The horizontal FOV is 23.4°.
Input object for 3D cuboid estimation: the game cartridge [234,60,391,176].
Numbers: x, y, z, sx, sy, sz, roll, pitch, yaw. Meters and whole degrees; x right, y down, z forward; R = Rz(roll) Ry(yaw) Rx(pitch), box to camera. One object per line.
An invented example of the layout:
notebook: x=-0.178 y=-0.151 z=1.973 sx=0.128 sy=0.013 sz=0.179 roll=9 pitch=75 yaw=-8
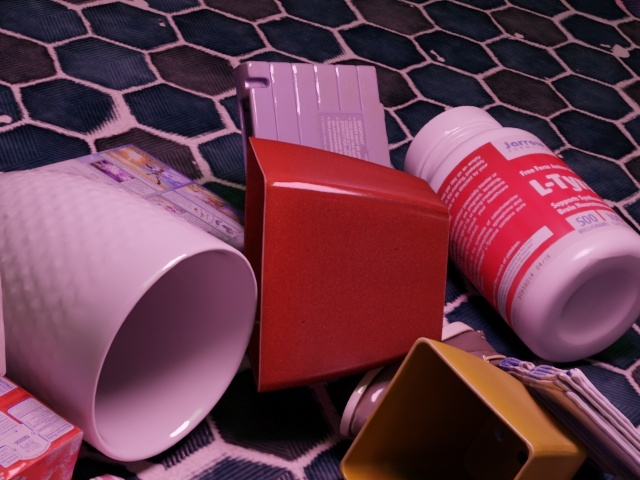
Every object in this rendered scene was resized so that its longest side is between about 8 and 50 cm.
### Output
game cartridge: x=0.000 y=-0.076 z=2.200 sx=0.230 sy=0.068 sz=0.355 roll=-1 pitch=81 yaw=-36

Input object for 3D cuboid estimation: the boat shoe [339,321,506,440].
boat shoe: x=0.143 y=0.195 z=2.009 sx=0.096 sy=0.116 sz=0.324 roll=31 pitch=27 yaw=24

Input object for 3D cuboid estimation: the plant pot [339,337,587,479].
plant pot: x=0.190 y=0.263 z=1.856 sx=0.187 sy=0.212 sz=0.212 roll=6 pitch=31 yaw=-48

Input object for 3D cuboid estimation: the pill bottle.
pill bottle: x=0.301 y=-0.024 z=2.331 sx=0.229 sy=0.229 sz=0.408 roll=-3 pitch=38 yaw=-34

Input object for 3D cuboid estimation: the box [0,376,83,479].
box: x=-0.381 y=0.259 z=1.593 sx=0.128 sy=0.123 sz=0.257 roll=30 pitch=32 yaw=19

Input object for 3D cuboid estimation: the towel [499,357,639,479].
towel: x=0.331 y=0.227 z=1.927 sx=0.209 sy=0.034 sz=0.285 roll=44 pitch=-8 yaw=-6

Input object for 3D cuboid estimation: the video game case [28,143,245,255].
video game case: x=-0.243 y=-0.033 z=2.166 sx=0.269 sy=0.061 sz=0.244 roll=31 pitch=26 yaw=20

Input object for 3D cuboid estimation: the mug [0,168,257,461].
mug: x=-0.264 y=0.073 z=1.860 sx=0.328 sy=0.276 sz=0.374 roll=28 pitch=1 yaw=29

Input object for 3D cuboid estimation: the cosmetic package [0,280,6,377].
cosmetic package: x=-0.495 y=0.074 z=1.649 sx=0.296 sy=0.153 sz=0.129 roll=9 pitch=24 yaw=24

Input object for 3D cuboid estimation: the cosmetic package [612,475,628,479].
cosmetic package: x=0.340 y=0.391 z=1.807 sx=0.085 sy=0.117 sz=0.231 roll=24 pitch=32 yaw=7

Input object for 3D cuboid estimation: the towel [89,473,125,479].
towel: x=-0.215 y=0.295 z=1.649 sx=0.144 sy=0.029 sz=0.197 roll=16 pitch=13 yaw=21

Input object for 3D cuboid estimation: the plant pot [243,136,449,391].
plant pot: x=0.029 y=0.025 z=1.956 sx=0.235 sy=0.267 sz=0.267 roll=1 pitch=15 yaw=-8
